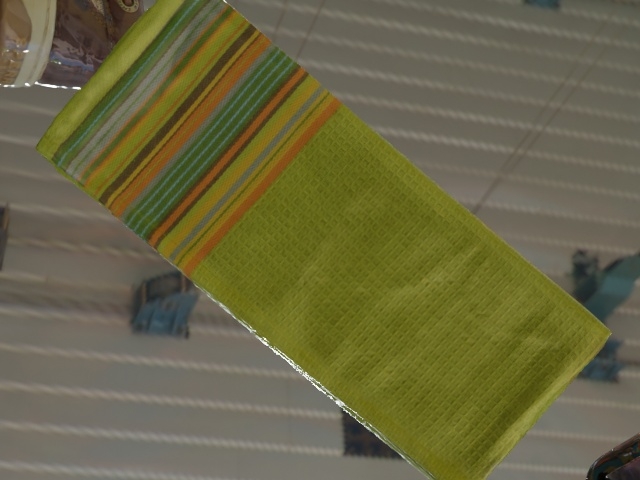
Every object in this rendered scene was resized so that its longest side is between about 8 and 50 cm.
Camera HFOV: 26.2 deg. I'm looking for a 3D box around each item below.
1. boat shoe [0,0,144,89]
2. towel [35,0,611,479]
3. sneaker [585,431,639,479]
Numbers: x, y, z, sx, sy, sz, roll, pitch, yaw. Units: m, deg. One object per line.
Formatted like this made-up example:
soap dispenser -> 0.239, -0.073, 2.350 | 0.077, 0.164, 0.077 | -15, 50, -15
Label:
boat shoe -> -0.157, -0.241, 0.896 | 0.123, 0.123, 0.342 | 7, -123, -23
towel -> 0.000, 0.000, 0.577 | 0.237, 0.021, 0.102 | 40, -79, 0
sneaker -> 0.202, 0.200, 0.708 | 0.180, 0.124, 0.321 | 46, -143, -11
